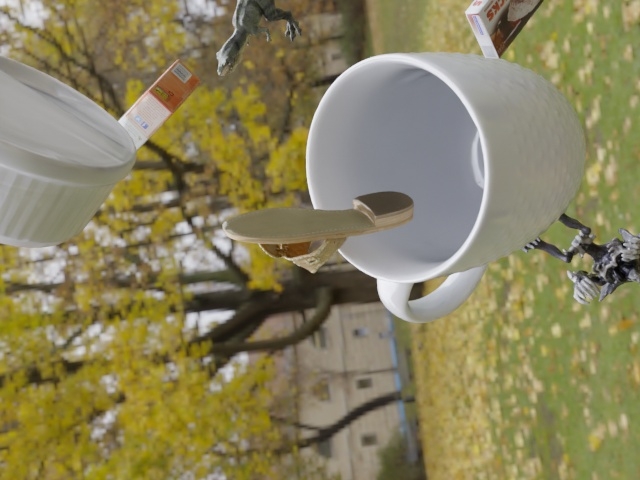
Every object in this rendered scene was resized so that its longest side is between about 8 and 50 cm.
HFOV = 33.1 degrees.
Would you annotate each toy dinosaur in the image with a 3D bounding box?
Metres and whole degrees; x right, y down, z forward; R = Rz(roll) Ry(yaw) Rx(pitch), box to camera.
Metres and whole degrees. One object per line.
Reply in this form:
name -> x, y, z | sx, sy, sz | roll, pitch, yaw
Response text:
toy dinosaur -> -0.082, -0.372, 1.641 | 0.118, 0.064, 0.268 | 12, -90, -43

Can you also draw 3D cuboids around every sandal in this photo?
sandal -> 0.002, 0.003, 1.316 | 0.088, 0.240, 0.079 | -128, 32, -56

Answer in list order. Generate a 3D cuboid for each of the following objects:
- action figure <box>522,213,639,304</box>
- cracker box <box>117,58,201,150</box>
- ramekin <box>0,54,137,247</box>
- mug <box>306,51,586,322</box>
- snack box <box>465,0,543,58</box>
action figure -> 0.499, 0.033, 1.940 | 0.164, 0.276, 0.141 | -59, 18, 22
cracker box -> -0.342, -0.225, 2.048 | 0.067, 0.232, 0.155 | 43, -148, -11
ramekin -> -0.355, -0.102, 1.218 | 0.127, 0.273, 0.273 | -60, 9, 19
mug -> 0.179, -0.062, 1.415 | 0.328, 0.276, 0.374 | -12, -57, -48
snack box -> 0.220, -0.280, 1.171 | 0.178, 0.022, 0.064 | -52, -50, -23
